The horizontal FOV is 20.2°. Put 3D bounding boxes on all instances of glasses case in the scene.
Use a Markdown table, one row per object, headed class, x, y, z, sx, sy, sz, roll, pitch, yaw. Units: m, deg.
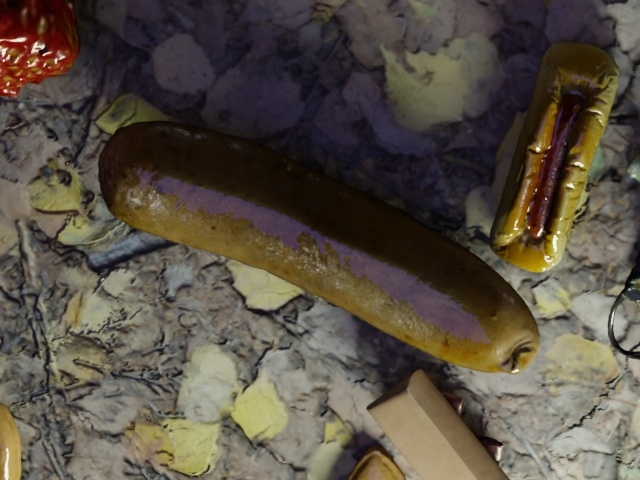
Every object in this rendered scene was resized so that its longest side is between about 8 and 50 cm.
| class | x | y | z | sx | sy | sz | roll | pitch | yaw |
| --- | --- | --- | --- | --- | --- | --- | --- | --- | --- |
| glasses case | 0.137 | 0.227 | 1.928 | 0.193 | 0.070 | 0.102 | 52 | 138 | -4 |

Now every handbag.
| class | x | y | z | sx | sy | sz | roll | pitch | yaw |
| --- | --- | --- | --- | --- | --- | --- | --- | --- | --- |
| handbag | 0.348 | 0.068 | 1.822 | 0.115 | 0.072 | 0.139 | 40 | 114 | 1 |

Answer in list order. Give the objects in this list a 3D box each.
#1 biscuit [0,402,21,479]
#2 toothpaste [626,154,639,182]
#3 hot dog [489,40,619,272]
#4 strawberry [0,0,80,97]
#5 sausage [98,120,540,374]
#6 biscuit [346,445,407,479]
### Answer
| class | x | y | z | sx | sy | sz | roll | pitch | yaw |
| --- | --- | --- | --- | --- | --- | --- | --- | --- | --- |
| biscuit | -0.533 | 0.261 | 2.106 | 0.365 | 0.062 | 0.385 | 45 | 112 | -2 |
| toothpaste | 0.400 | -0.017 | 1.806 | 0.216 | 0.037 | 0.062 | 37 | 109 | -2 |
| hot dog | 0.235 | -0.080 | 1.814 | 0.084 | 0.073 | 0.242 | 18 | 108 | 5 |
| strawberry | -0.413 | -0.283 | 1.862 | 0.344 | 0.292 | 0.292 | 11 | 108 | -13 |
| sausage | 0.001 | -0.002 | 1.863 | 0.501 | 0.136 | 0.123 | 24 | 135 | 6 |
| biscuit | 0.062 | 0.348 | 1.991 | 0.163 | 0.035 | 0.250 | 1 | 102 | 10 |
